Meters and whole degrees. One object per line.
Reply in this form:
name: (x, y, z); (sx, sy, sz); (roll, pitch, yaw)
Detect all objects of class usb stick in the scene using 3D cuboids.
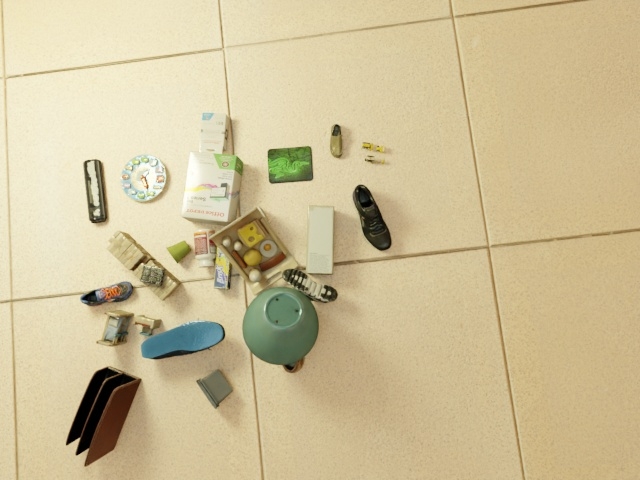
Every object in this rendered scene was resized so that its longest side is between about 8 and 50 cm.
usb stick: (-0.959, -0.212, 1.901); (0.077, 0.045, 0.277); (-9, 83, -5)

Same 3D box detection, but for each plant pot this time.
plant pot: (-0.140, 0.285, 1.621); (0.291, 0.195, 0.289); (3, 62, -6)
plant pot: (-0.579, 0.041, 1.841); (0.079, 0.083, 0.083); (-35, 83, -12)

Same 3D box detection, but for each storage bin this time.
storage bin: (-0.415, 0.583, 1.769); (0.091, 0.098, 0.135); (-33, 82, -29)

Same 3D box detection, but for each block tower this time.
block tower: (-0.722, 0.104, 1.831); (0.335, 0.097, 0.091); (41, 87, 8)

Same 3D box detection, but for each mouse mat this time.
mouse mat: (-0.128, -0.320, 1.886); (0.190, 0.007, 0.152); (-4, 84, 3)

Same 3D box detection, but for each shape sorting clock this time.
shape sorting clock: (-0.753, -0.267, 1.897); (0.207, 0.040, 0.206); (0, 84, 3)

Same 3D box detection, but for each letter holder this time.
letter holder: (-0.856, 0.668, 1.715); (0.152, 0.214, 0.301); (20, 86, 5)

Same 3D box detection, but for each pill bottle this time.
pill bottle: (-0.470, 0.032, 1.826); (0.086, 0.086, 0.151); (-6, 83, 2)

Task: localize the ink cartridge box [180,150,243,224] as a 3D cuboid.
ink cartridge box: (-0.443, -0.210, 1.835); (0.202, 0.117, 0.277); (6, 85, 4)

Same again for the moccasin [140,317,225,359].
moccasin: (-0.538, 0.390, 1.782); (0.343, 0.117, 0.137); (-10, 71, 7)

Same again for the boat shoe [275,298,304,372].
boat shoe: (-0.124, 0.361, 1.756); (0.123, 0.116, 0.324); (-13, 83, 2)

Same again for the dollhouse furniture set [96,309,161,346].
dollhouse furniture set: (-0.764, 0.362, 1.785); (0.184, 0.129, 0.129); (12, 85, 4)

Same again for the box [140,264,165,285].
box: (-0.664, 0.138, 1.766); (0.084, 0.018, 0.067); (10, 83, 4)

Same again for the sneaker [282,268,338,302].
sneaker: (-0.053, 0.191, 1.773); (0.235, 0.106, 0.078); (26, 60, -5)

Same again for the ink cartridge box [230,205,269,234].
ink cartridge box: (-0.286, -0.076, 1.821); (0.135, 0.099, 0.056); (-32, 83, 0)

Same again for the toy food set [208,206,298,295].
toy food set: (-0.259, 0.045, 1.760); (0.220, 0.092, 0.306); (-34, 113, 0)

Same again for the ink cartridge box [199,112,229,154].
ink cartridge box: (-0.449, -0.443, 1.888); (0.104, 0.060, 0.179); (4, 84, 3)

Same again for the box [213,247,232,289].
box: (-0.397, 0.116, 1.830); (0.059, 0.054, 0.168); (4, 85, 4)

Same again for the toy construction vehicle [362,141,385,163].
toy construction vehicle: (0.220, -0.361, 1.861); (0.098, 0.035, 0.085); (5, 73, 1)

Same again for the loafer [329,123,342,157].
loafer: (0.064, -0.419, 1.863); (0.056, 0.050, 0.147); (-6, 84, 3)

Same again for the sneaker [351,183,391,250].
sneaker: (0.198, -0.089, 1.783); (0.107, 0.124, 0.283); (-26, 83, 1)

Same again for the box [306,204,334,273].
box: (0.000, 0.000, 1.800); (0.113, 0.094, 0.274); (2, 84, 3)

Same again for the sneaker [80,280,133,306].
sneaker: (-0.875, 0.224, 1.827); (0.222, 0.087, 0.083); (-19, 84, 1)
